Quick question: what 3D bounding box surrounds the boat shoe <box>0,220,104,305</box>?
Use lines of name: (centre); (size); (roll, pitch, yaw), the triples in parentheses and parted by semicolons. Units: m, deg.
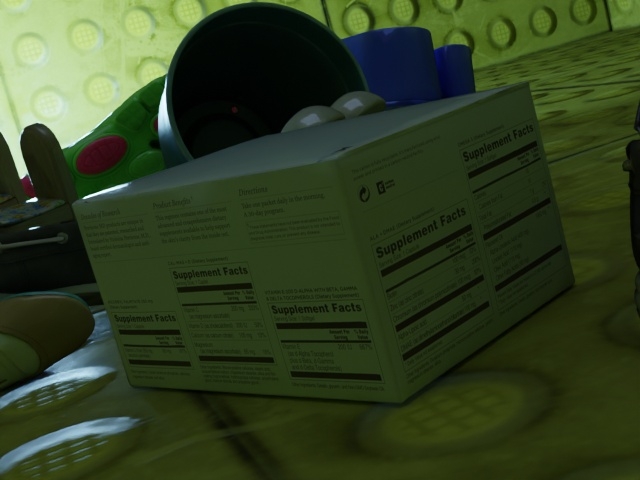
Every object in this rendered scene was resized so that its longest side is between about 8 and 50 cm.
boat shoe: (-0.281, 0.017, 0.921); (0.335, 0.095, 0.112); (-3, -10, -40)

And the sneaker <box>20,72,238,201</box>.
sneaker: (-0.281, -0.128, 1.559); (0.483, 0.185, 0.202); (-29, 7, -13)

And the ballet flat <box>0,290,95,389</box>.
ballet flat: (-0.294, 0.103, 0.833); (0.232, 0.080, 0.073); (-15, 38, 19)

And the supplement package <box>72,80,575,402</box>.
supplement package: (0.000, 0.000, 0.689); (0.262, 0.145, 0.204); (-4, 15, 44)

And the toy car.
toy car: (0.035, -0.051, 0.991); (0.182, 0.159, 0.136); (-30, -19, -53)

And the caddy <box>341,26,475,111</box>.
caddy: (0.096, -0.212, 1.610); (0.341, 0.179, 0.241); (-8, -11, 42)

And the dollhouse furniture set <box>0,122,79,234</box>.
dollhouse furniture set: (-0.514, -0.051, 1.048); (0.362, 0.256, 0.394); (-28, 22, -35)

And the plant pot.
plant pot: (-0.104, -0.148, 1.367); (0.272, 0.271, 0.255); (-20, -3, -23)

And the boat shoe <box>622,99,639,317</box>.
boat shoe: (0.268, -0.054, 0.620); (0.132, 0.130, 0.355); (-10, 12, 26)
